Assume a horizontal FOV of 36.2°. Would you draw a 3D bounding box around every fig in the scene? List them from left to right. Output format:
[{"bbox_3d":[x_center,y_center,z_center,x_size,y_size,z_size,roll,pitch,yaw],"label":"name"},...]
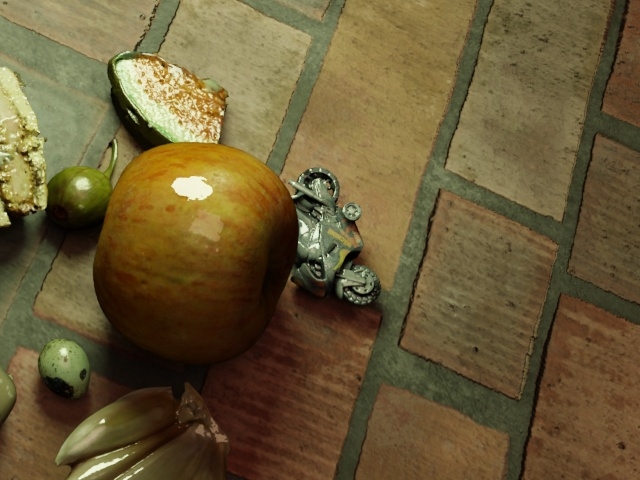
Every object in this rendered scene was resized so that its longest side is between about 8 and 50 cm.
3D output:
[{"bbox_3d":[-0.430,-0.112,1.845,0.124,0.124,0.236,30,39,-6],"label":"fig"}]

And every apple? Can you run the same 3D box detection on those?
[{"bbox_3d":[-0.225,0.018,1.701,0.334,0.400,0.400,17,62,15],"label":"apple"}]

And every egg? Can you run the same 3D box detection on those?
[{"bbox_3d":[-0.444,0.224,1.700,0.085,0.085,0.110,-19,88,-25],"label":"egg"}]

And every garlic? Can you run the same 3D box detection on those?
[{"bbox_3d":[-0.291,0.401,1.656,0.325,0.132,0.279,-35,83,-30],"label":"garlic"}]

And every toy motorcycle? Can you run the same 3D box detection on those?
[{"bbox_3d":[0.000,0.000,1.936,0.173,0.108,0.307,-18,74,-19],"label":"toy motorcycle"}]

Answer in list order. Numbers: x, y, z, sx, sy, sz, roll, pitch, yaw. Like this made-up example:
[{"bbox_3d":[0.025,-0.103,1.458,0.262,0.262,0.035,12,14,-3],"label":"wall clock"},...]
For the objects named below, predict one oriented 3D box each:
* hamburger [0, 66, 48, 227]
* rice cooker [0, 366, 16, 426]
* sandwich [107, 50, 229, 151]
[{"bbox_3d":[-0.587,-0.159,1.746,0.155,0.245,0.282,-11,42,-38],"label":"hamburger"},{"bbox_3d":[-0.598,0.233,1.610,0.206,0.145,0.127,48,54,-8],"label":"rice cooker"},{"bbox_3d":[-0.297,-0.261,1.938,0.292,0.109,0.212,32,56,-7],"label":"sandwich"}]
